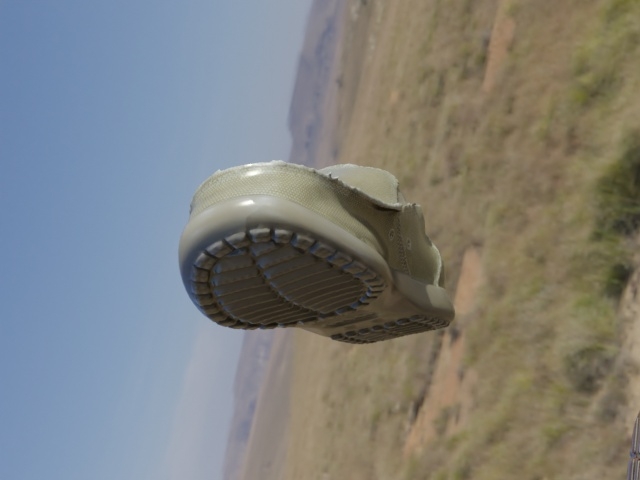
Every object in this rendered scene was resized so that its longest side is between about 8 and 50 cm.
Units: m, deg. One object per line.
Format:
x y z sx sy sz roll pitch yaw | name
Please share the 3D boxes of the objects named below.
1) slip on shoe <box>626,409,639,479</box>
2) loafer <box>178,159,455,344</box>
0.154 0.143 0.482 0.051 0.041 0.135 85 -161 -67 | slip on shoe
0.000 0.000 0.607 0.268 0.102 0.092 31 -135 -65 | loafer
